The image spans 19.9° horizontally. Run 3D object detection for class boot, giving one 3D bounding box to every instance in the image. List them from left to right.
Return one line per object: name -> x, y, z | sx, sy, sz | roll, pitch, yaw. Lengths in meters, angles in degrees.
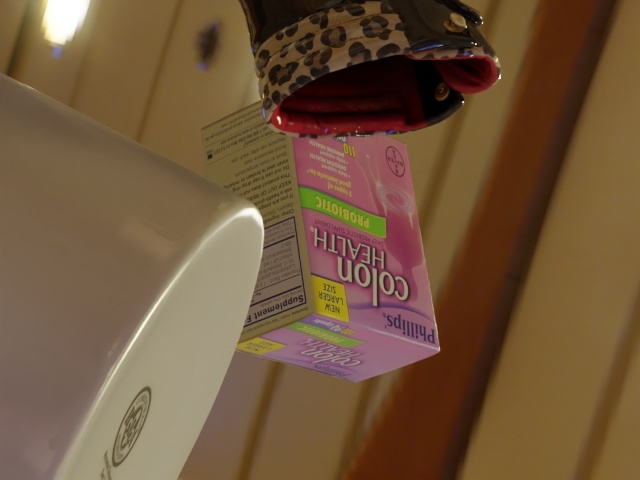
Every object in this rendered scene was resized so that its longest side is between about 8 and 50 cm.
boot -> 0.090, -0.241, 1.456 | 0.138, 0.377, 0.284 | 90, -12, -60

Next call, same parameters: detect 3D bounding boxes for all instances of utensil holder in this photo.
utensil holder -> -0.266, 0.033, 0.991 | 0.328, 0.385, 0.327 | -63, 171, -17

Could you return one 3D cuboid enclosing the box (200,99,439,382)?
box -> 0.000, 0.000, 1.865 | 0.117, 0.213, 0.243 | -22, -116, 33
